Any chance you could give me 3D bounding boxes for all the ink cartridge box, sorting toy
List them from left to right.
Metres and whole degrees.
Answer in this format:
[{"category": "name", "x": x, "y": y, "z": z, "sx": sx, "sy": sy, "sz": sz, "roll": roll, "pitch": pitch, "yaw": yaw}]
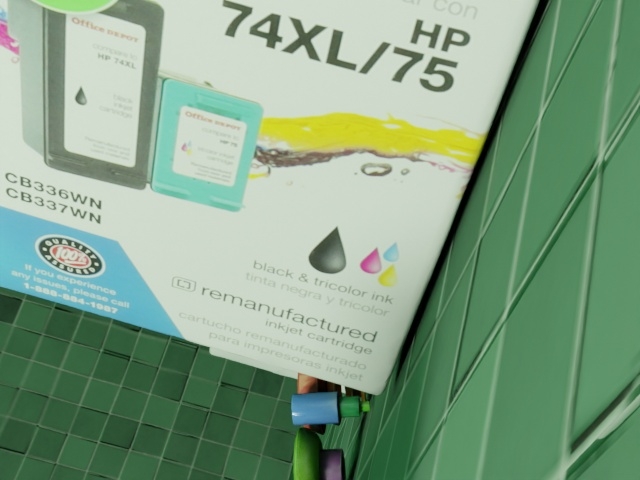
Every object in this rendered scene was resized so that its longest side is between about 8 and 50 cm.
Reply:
[{"category": "ink cartridge box", "x": -0.020, "y": -0.109, "z": 0.460, "sx": 0.270, "sy": 0.198, "sz": 0.197, "roll": 104, "pitch": -178, "yaw": -47}, {"category": "sorting toy", "x": 0.008, "y": 0.104, "z": 0.601, "sx": 0.061, "sy": 0.042, "sz": 0.102, "roll": 79, "pitch": -171, "yaw": -52}]

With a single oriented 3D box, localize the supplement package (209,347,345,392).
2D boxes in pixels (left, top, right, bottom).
[{"category": "supplement package", "x": 0.000, "y": 0.000, "z": 0.684, "sx": 0.179, "sy": 0.105, "sz": 0.105, "roll": 106, "pitch": 180, "yaw": -50}]
